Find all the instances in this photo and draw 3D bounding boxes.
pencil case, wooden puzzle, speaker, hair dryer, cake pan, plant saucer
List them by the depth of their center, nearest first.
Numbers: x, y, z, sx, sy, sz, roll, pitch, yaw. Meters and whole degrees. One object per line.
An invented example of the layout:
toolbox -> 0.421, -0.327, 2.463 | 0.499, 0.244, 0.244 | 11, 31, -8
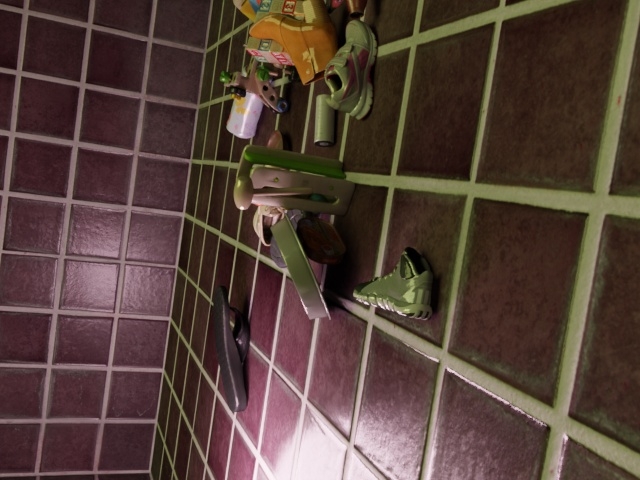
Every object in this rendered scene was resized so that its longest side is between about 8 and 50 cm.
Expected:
cake pan -> -0.053, 0.073, 1.646 | 0.293, 0.054, 0.293 | 156, 90, -86
hair dryer -> 0.077, -0.659, 1.683 | 0.294, 0.080, 0.224 | -101, 12, -47
speaker -> 0.012, -0.330, 1.799 | 0.055, 0.055, 0.136 | 159, 115, -65
plant saucer -> -0.146, -0.269, 2.191 | 0.198, 0.036, 0.199 | -173, 90, -67
wooden puzzle -> -0.184, -0.762, 2.202 | 0.044, 0.238, 0.221 | -53, 17, -15
pencil case -> -0.265, -0.518, 2.455 | 0.124, 0.113, 0.273 | -41, -21, -51

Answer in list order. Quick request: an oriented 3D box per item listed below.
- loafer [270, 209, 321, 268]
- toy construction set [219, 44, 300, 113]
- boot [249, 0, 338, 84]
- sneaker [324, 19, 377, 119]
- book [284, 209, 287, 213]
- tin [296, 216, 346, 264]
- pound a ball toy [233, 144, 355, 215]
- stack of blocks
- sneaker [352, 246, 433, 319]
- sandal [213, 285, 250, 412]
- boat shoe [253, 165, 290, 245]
loafer -> -0.061, -0.019, 1.877 | 0.109, 0.095, 0.303 | 54, 147, 17
toy construction set -> -0.217, -0.585, 2.190 | 0.309, 0.237, 0.258 | -113, 37, -51
boot -> -0.076, -0.545, 1.862 | 0.295, 0.104, 0.211 | -7, 98, 41
sneaker -> 0.069, -0.430, 1.614 | 0.103, 0.111, 0.253 | 156, 118, -65
book -> -0.075, -0.109, 1.981 | 0.144, 0.035, 0.096 | -137, 56, -65
tin -> 0.000, 0.000, 1.672 | 0.190, 0.106, 0.040 | -116, 31, -54
pound a ball toy -> -0.079, -0.117, 1.612 | 0.208, 0.319, 0.136 | -115, 37, -51
stack of blocks -> -0.097, -0.695, 2.002 | 0.171, 0.087, 0.297 | 12, 83, 24
sneaker -> 0.155, 0.076, 1.319 | 0.228, 0.086, 0.132 | 11, 89, 58
sandal -> -0.306, 0.382, 2.342 | 0.167, 0.106, 0.446 | -25, 73, 63
boat shoe -> -0.148, -0.116, 2.070 | 0.098, 0.109, 0.302 | -113, 30, -43
